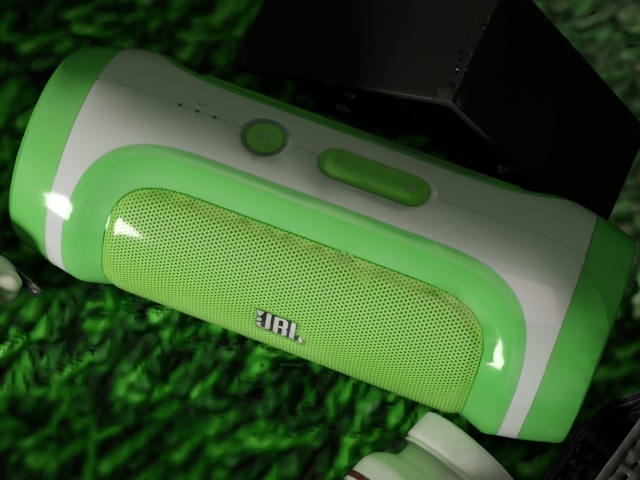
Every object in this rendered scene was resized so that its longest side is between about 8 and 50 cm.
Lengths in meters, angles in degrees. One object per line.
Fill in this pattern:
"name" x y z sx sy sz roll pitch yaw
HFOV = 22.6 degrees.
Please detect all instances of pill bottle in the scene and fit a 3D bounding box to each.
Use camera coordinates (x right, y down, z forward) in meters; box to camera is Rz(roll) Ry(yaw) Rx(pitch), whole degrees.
"pill bottle" 0.031 0.165 0.816 0.086 0.086 0.152 42 79 3

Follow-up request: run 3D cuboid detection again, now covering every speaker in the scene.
"speaker" 0.000 0.000 0.808 0.296 0.131 0.131 20 79 7

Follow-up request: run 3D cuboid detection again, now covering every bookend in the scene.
"bookend" 0.065 -0.077 0.860 0.157 0.156 0.072 15 75 43

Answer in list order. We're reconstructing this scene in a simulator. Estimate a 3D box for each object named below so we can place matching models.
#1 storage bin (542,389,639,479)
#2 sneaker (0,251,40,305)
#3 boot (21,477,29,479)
"storage bin" 0.137 0.171 0.804 0.084 0.122 0.180 40 77 3
"sneaker" -0.212 -0.022 0.824 0.153 0.094 0.235 12 79 -5
"boot" -0.196 0.170 0.800 0.099 0.045 0.121 13 55 -2
